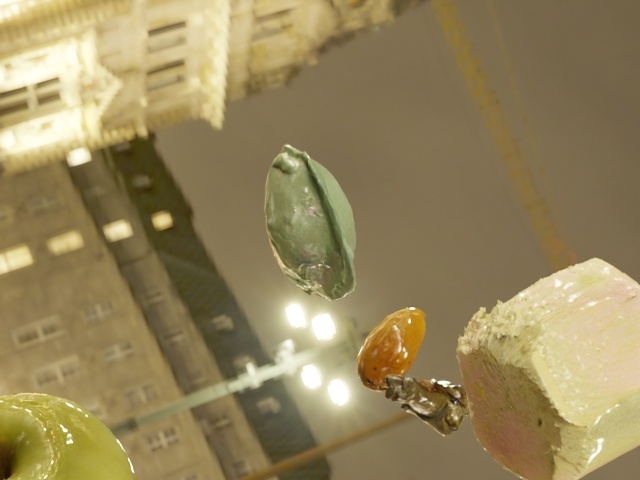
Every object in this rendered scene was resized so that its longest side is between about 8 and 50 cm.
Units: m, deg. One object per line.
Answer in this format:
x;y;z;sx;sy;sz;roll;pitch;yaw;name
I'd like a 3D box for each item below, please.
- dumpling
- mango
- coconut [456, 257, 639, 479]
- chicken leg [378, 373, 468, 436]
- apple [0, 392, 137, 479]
-0.011;-0.002;1.539;0.149;0.105;0.216;-89;175;-50;dumpling
0.117;0.171;2.145;0.084;0.159;0.105;28;-19;-9;mango
0.295;0.140;1.499;0.233;0.245;0.233;39;-37;37;coconut
0.165;0.249;2.018;0.125;0.080;0.196;21;-1;17;chicken leg
-0.330;0.325;1.568;0.295;0.233;0.257;44;-24;45;apple
